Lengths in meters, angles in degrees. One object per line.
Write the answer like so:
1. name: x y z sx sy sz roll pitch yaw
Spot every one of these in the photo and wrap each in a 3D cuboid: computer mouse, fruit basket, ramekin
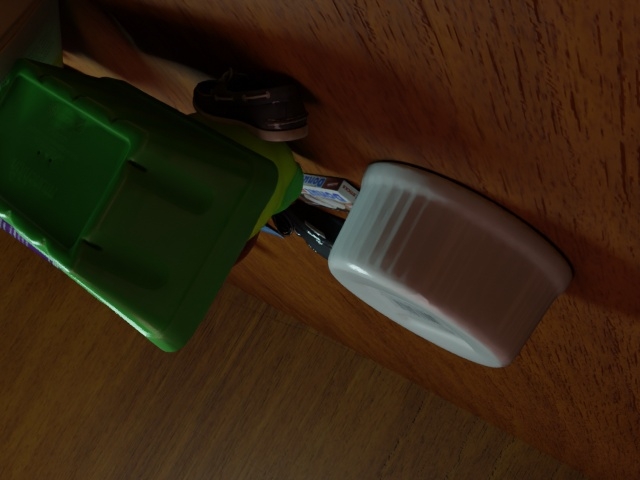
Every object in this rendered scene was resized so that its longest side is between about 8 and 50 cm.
1. computer mouse: 0.000 0.000 1.750 0.262 0.060 0.184 26 169 26
2. fruit basket: -0.193 -0.052 1.299 0.392 0.283 0.392 30 -179 -1
3. ramekin: 0.143 0.036 1.267 0.277 0.135 0.277 30 170 6

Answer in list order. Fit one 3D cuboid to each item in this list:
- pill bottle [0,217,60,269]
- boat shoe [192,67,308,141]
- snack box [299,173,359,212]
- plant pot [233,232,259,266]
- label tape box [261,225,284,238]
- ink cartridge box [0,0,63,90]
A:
1. pill bottle: -0.495 -0.080 1.908 0.323 0.181 0.181 35 170 -1
2. boat shoe: -0.082 -0.166 1.211 0.206 0.075 0.065 28 129 50
3. snack box: 0.007 -0.067 1.496 0.064 0.022 0.178 37 169 -28
4. plant pot: -0.237 -0.039 1.743 0.272 0.272 0.265 35 162 -22
5. label tape box: -0.268 -0.066 2.095 0.334 0.106 0.241 38 169 -35
6. ink cartridge box: -0.494 -0.236 1.413 0.279 0.160 0.384 27 153 2
